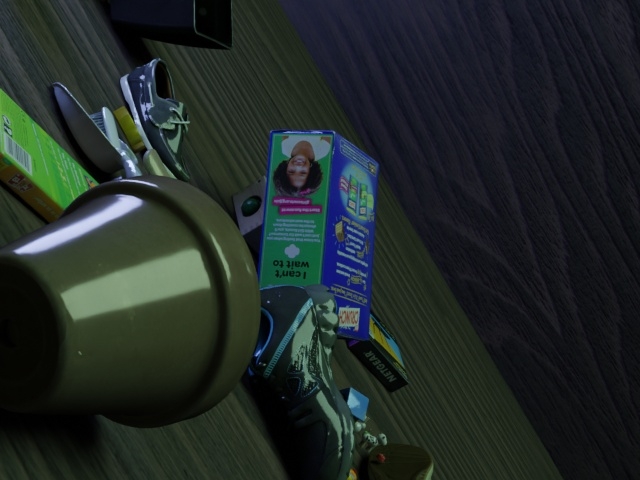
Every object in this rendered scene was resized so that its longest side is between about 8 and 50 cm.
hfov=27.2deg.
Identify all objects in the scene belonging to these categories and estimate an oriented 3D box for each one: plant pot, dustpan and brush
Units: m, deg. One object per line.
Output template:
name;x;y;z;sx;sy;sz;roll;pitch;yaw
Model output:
plant pot;-0.229;0.073;1.299;0.229;0.263;0.263;-12;72;-56
dustpan and brush;-0.284;-0.125;1.801;0.147;0.060;0.211;46;16;-49
plant pot;-0.258;-0.426;2.257;0.188;0.167;0.187;4;85;-73

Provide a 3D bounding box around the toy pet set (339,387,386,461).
toy pet set;0.067;0.288;2.173;0.114;0.065;0.122;36;7;-28

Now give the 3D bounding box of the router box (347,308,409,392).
router box;0.102;0.198;2.594;0.179;0.046;0.133;48;18;-41

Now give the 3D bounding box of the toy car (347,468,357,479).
toy car;0.042;0.361;1.965;0.060;0.040;0.122;52;-5;-7

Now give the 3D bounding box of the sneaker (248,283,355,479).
sneaker;-0.041;0.223;1.924;0.140;0.125;0.341;5;58;-26

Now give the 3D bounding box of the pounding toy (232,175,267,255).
pounding toy;-0.083;-0.040;2.299;0.141;0.100;0.130;47;18;-42

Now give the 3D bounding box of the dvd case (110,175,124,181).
dvd case;-0.214;0.059;1.701;0.180;0.022;0.253;65;6;-46

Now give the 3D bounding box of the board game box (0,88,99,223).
board game box;-0.321;-0.066;1.619;0.259;0.039;0.124;45;20;-43

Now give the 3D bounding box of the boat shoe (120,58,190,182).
boat shoe;-0.244;-0.186;2.060;0.084;0.079;0.233;48;16;-57

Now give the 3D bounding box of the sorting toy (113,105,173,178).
sorting toy;-0.208;-0.064;1.886;0.307;0.041;0.229;61;-6;3

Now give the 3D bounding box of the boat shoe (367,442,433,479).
boat shoe;0.129;0.419;2.140;0.302;0.109;0.098;-88;-178;-74

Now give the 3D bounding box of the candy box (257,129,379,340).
candy box;0.000;0.000;2.192;0.268;0.122;0.317;27;65;-69
